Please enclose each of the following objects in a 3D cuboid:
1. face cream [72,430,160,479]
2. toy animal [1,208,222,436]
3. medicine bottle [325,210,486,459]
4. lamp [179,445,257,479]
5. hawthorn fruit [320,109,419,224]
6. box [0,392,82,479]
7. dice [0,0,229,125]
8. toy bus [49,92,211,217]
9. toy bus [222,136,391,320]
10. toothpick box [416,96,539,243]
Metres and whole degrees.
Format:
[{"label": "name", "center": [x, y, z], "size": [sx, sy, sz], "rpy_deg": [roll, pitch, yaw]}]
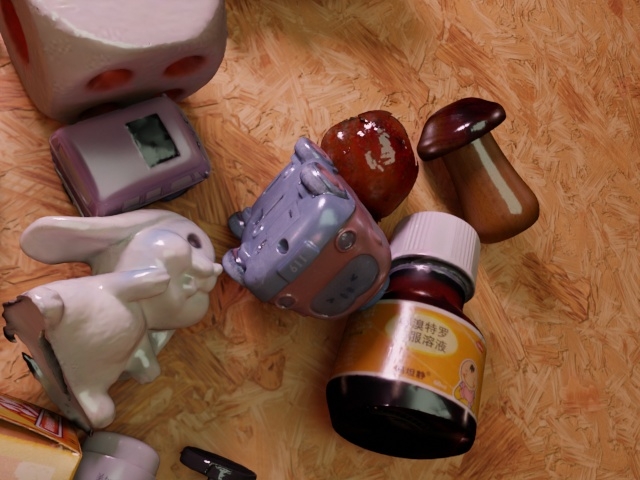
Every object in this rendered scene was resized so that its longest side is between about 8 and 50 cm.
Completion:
[{"label": "face cream", "center": [-0.270, 0.309, 0.630], "size": [0.117, 0.117, 0.104], "rpy_deg": [32, 47, -17]}, {"label": "toy animal", "center": [-0.266, 0.086, 0.657], "size": [0.289, 0.174, 0.249], "rpy_deg": [-11, 115, -53]}, {"label": "medicine bottle", "center": [0.158, 0.141, 0.848], "size": [0.242, 0.242, 0.395], "rpy_deg": [29, 53, -18]}, {"label": "lamp", "center": [-0.249, 0.426, 0.650], "size": [0.108, 0.130, 0.371], "rpy_deg": [40, 73, 14]}, {"label": "hawthorn fruit", "center": [0.091, -0.118, 0.920], "size": [0.181, 0.181, 0.235], "rpy_deg": [-13, 96, -30]}, {"label": "box", "center": [-0.402, 0.249, 0.482], "size": [0.259, 0.283, 0.214], "rpy_deg": [24, 68, -21]}, {"label": "dice", "center": [-0.301, -0.316, 0.705], "size": [0.251, 0.259, 0.243], "rpy_deg": [-25, 92, -32]}, {"label": "toy bus", "center": [-0.270, -0.117, 0.731], "size": [0.202, 0.142, 0.142], "rpy_deg": [-30, 92, -30]}, {"label": "toy bus", "center": [0.000, 0.000, 0.772], "size": [0.231, 0.294, 0.197], "rpy_deg": [38, 104, -23]}, {"label": "toothpick box", "center": [0.330, -0.149, 1.037], "size": [0.192, 0.192, 0.295], "rpy_deg": [-34, 99, -30]}]
